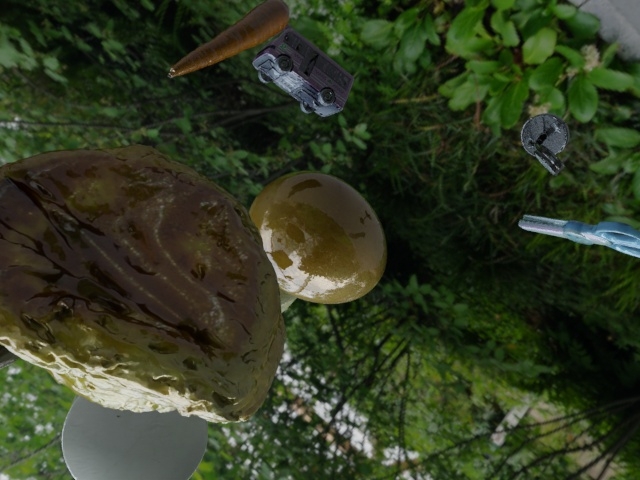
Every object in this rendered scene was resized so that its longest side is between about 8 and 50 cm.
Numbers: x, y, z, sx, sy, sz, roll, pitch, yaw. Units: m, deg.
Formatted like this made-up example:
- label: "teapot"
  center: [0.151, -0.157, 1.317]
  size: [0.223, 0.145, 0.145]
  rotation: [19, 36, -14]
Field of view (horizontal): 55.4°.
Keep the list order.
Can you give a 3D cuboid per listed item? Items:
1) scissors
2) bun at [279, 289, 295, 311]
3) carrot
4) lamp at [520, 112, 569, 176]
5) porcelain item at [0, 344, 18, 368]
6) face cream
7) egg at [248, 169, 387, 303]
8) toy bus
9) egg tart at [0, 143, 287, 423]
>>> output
- label: "scissors"
  center: [0.461, -0.014, 1.073]
  size: [0.125, 0.030, 0.256]
  rotation: [27, 174, -37]
- label: "bun"
  center: [-0.179, 0.102, 1.543]
  size: [0.259, 0.259, 0.160]
  rotation: [38, 156, 9]
- label: "carrot"
  center: [-0.121, -0.272, 0.830]
  size: [0.048, 0.216, 0.048]
  rotation: [35, 149, 24]
- label: "lamp"
  center: [0.506, -0.228, 1.341]
  size: [0.130, 0.108, 0.371]
  rotation: [50, -161, 5]
- label: "porcelain item"
  center: [-0.442, 0.144, 0.767]
  size: [0.081, 0.215, 0.069]
  rotation: [38, 143, 49]
- label: "face cream"
  center: [-0.300, 0.292, 1.016]
  size: [0.218, 0.218, 0.179]
  rotation: [41, 176, -14]
- label: "egg"
  center: [0.000, 0.000, 1.224]
  size: [0.322, 0.250, 0.250]
  rotation: [33, 177, -34]
- label: "toy bus"
  center: [-0.030, -0.313, 1.132]
  size: [0.178, 0.098, 0.087]
  rotation: [31, 164, -26]
- label: "egg tart"
  center: [-0.206, 0.040, 0.664]
  size: [0.351, 0.153, 0.339]
  rotation: [19, -139, -19]
